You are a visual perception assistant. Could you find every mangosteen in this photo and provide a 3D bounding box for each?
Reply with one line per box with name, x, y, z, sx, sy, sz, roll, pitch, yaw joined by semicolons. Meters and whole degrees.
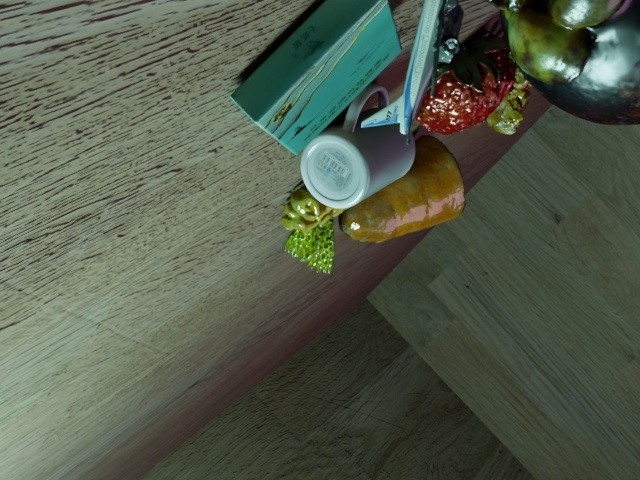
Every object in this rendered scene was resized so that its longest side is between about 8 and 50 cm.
mangosteen;0.339;-0.288;1.242;0.330;0.330;0.330;-42;173;-7

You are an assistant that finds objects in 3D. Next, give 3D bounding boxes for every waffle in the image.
waffle;0.029;-0.085;1.590;0.211;0.055;0.160;-33;168;-48

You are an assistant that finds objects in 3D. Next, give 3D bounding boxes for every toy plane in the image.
toy plane;0.108;-0.203;1.087;0.226;0.058;0.226;-91;-157;-71

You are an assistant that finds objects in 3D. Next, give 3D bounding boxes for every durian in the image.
durian;0.000;0.000;1.858;0.100;0.086;0.215;-56;174;-14

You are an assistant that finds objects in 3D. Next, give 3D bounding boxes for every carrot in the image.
carrot;0.125;-0.066;1.912;0.225;0.159;0.159;-29;167;-23

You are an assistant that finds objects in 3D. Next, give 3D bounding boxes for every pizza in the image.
pizza;0.332;-0.283;1.871;0.188;0.062;0.198;-100;-152;-52

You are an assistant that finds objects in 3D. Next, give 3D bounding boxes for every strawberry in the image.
strawberry;0.207;-0.206;1.676;0.174;0.098;0.228;-37;170;-33

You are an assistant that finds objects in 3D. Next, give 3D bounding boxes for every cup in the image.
cup;0.043;-0.122;1.392;0.099;0.136;0.133;-6;-164;35

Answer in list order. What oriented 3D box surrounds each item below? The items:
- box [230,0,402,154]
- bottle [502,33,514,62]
box;0.004;-0.163;1.061;0.162;0.041;0.229;-45;173;4
bottle;0.281;-0.273;1.809;0.069;0.069;0.187;-37;169;-42
